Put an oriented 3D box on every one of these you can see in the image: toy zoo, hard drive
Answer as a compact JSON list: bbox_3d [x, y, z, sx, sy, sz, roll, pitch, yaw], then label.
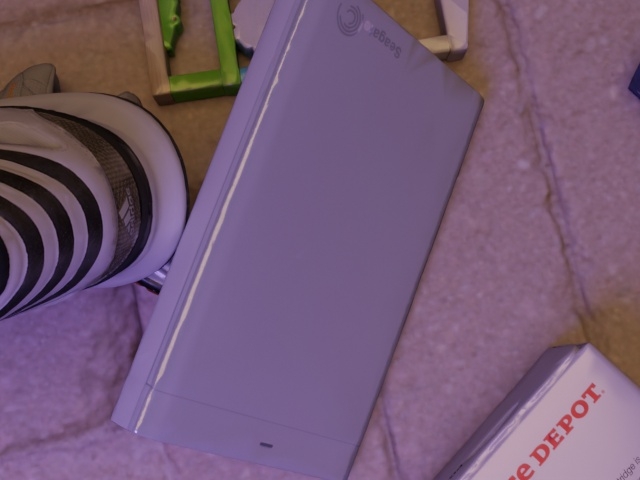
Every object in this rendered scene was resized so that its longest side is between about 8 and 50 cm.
[{"bbox_3d":[0.000,-0.223,0.720,0.293,0.030,0.193,-10,82,-1],"label":"toy zoo"},{"bbox_3d":[0.000,0.000,0.621,0.040,0.203,0.308,15,81,45],"label":"hard drive"}]

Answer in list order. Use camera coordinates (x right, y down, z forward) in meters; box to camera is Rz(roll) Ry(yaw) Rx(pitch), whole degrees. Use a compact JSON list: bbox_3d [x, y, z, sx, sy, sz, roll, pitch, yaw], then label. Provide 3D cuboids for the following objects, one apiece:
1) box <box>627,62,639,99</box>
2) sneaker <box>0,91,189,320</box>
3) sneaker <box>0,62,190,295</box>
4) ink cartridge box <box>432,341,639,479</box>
[{"bbox_3d":[0.382,-0.141,0.678,0.232,0.059,0.183,-41,73,-5],"label":"box"},{"bbox_3d":[-0.329,-0.012,0.530,0.447,0.257,0.169,-3,100,20],"label":"sneaker"},{"bbox_3d":[-0.141,-0.042,0.668,0.262,0.099,0.121,32,80,3],"label":"sneaker"},{"bbox_3d":[0.203,0.210,0.624,0.237,0.100,0.172,42,85,5],"label":"ink cartridge box"}]
